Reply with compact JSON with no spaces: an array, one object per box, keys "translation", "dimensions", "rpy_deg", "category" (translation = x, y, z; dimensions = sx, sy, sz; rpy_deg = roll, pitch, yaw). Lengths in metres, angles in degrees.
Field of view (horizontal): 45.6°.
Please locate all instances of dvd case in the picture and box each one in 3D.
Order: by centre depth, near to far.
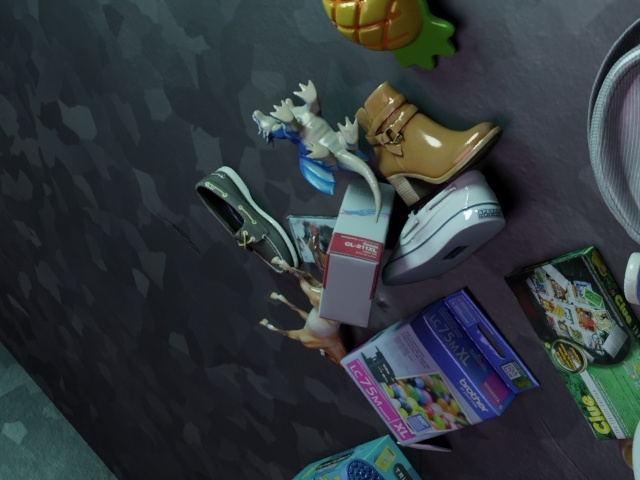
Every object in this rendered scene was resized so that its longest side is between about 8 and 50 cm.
[{"translation":[0.000,0.000,1.259],"dimensions":[0.119,0.013,0.087],"rpy_deg":[6,121,46],"category":"dvd case"}]

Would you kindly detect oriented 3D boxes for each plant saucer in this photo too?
[{"translation":[0.433,0.289,1.004],"dimensions":[0.083,0.015,0.083],"rpy_deg":[28,135,31],"category":"plant saucer"}]

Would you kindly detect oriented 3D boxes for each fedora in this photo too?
[{"translation":[0.339,-0.085,0.705],"dimensions":[0.244,0.124,0.275],"rpy_deg":[21,122,42],"category":"fedora"}]

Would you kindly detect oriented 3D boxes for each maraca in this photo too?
[{"translation":[0.079,-0.272,0.908],"dimensions":[0.186,0.099,0.127],"rpy_deg":[36,157,-16],"category":"maraca"}]

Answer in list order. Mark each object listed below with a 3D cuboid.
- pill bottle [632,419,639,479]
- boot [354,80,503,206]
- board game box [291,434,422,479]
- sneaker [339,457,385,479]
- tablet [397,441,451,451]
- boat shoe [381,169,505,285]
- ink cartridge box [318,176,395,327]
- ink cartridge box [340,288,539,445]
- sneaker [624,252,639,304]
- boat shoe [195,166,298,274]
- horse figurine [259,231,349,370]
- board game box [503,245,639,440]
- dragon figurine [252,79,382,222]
[{"translation":[0.496,0.214,0.738],"dimensions":[0.188,0.188,0.334],"rpy_deg":[55,143,1],"category":"pill bottle"},{"translation":[0.127,-0.142,0.971],"dimensions":[0.197,0.073,0.152],"rpy_deg":[-35,86,50],"category":"boot"},{"translation":[0.101,0.538,1.497],"dimensions":[0.254,0.079,0.336],"rpy_deg":[53,142,3],"category":"board game box"},{"translation":[0.095,0.490,1.335],"dimensions":[0.090,0.081,0.232],"rpy_deg":[-34,91,46],"category":"sneaker"},{"translation":[0.178,0.355,1.308],"dimensions":[0.054,0.006,0.083],"rpy_deg":[22,158,-34],"category":"tablet"},{"translation":[0.158,-0.011,1.035],"dimensions":[0.258,0.095,0.084],"rpy_deg":[-41,56,54],"category":"boat shoe"},{"translation":[0.054,0.013,1.073],"dimensions":[0.072,0.175,0.127],"rpy_deg":[12,131,6],"category":"ink cartridge box"},{"translation":[0.173,0.209,1.192],"dimensions":[0.186,0.065,0.311],"rpy_deg":[53,141,3],"category":"ink cartridge box"},{"translation":[0.386,0.062,0.817],"dimensions":[0.084,0.058,0.152],"rpy_deg":[7,152,41],"category":"sneaker"},{"translation":[-0.131,-0.024,1.336],"dimensions":[0.228,0.069,0.081],"rpy_deg":[50,143,7],"category":"boat shoe"},{"translation":[-0.010,0.113,1.290],"dimensions":[0.174,0.066,0.263],"rpy_deg":[29,135,14],"category":"horse figurine"},{"translation":[0.352,0.138,0.970],"dimensions":[0.136,0.030,0.259],"rpy_deg":[-25,98,50],"category":"board game box"},{"translation":[0.010,-0.125,1.064],"dimensions":[0.289,0.085,0.144],"rpy_deg":[43,171,21],"category":"dragon figurine"}]
